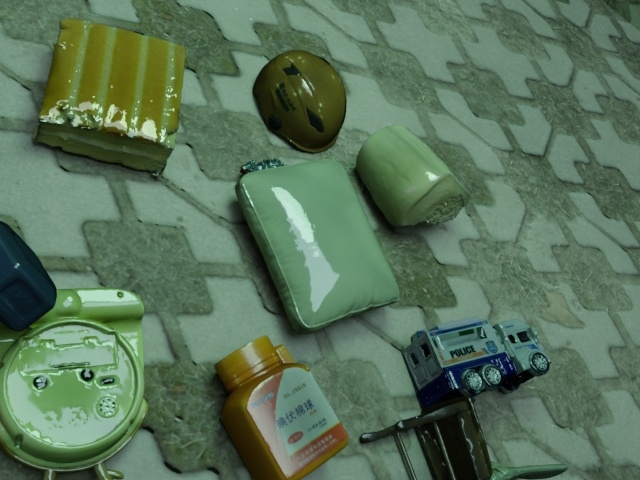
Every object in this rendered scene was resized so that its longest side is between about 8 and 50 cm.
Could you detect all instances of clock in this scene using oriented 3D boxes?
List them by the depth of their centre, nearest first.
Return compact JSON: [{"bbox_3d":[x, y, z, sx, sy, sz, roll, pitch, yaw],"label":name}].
[{"bbox_3d":[-0.361,0.223,1.017,0.235,0.096,0.308,-1,65,-30],"label":"clock"}]

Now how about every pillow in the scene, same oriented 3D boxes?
[{"bbox_3d":[0.000,0.000,1.329,0.255,0.120,0.322,-14,74,-34],"label":"pillow"}]

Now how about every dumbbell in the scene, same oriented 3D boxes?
[{"bbox_3d":[-0.507,0.112,0.896,0.325,0.144,0.160,-35,75,-14],"label":"dumbbell"}]

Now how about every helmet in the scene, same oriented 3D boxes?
[{"bbox_3d":[-0.027,-0.310,1.484,0.198,0.130,0.224,-29,81,-34],"label":"helmet"}]

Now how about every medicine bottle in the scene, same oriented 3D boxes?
[{"bbox_3d":[-0.075,0.275,1.139,0.149,0.112,0.222,-24,78,-37],"label":"medicine bottle"}]

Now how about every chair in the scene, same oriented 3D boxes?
[{"bbox_3d":[0.256,0.374,1.244,0.319,0.160,0.186,-9,70,-29],"label":"chair"}]

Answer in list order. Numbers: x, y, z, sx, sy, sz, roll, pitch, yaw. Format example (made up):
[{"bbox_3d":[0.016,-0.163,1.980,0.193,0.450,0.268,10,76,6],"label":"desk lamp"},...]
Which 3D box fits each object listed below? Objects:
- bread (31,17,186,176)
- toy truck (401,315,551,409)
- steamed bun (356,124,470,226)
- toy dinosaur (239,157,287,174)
[{"bbox_3d":[-0.377,-0.259,1.268,0.239,0.111,0.246,10,62,-21],"label":"bread"},{"bbox_3d":[0.309,0.230,1.376,0.268,0.124,0.155,-8,63,-31],"label":"toy truck"},{"bbox_3d":[0.179,-0.133,1.500,0.225,0.170,0.200,53,18,27],"label":"steamed bun"},{"bbox_3d":[-0.092,-0.139,1.399,0.154,0.055,0.049,-2,61,-28],"label":"toy dinosaur"}]
